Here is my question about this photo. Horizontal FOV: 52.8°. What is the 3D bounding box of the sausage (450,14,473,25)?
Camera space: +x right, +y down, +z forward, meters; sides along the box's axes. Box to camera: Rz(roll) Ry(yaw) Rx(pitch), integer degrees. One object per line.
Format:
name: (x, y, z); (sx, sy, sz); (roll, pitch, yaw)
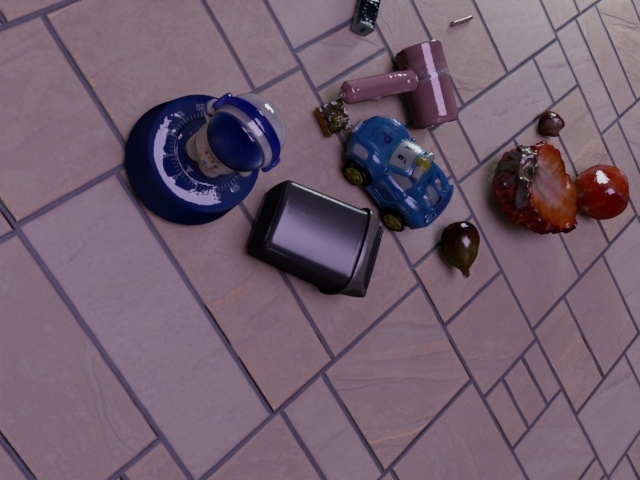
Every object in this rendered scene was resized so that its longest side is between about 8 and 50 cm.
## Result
sausage: (0.411, -0.638, 1.872); (0.100, 0.015, 0.015); (-27, 99, -30)

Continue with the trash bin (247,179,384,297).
trash bin: (0.000, 0.000, 1.464); (0.290, 0.182, 0.210); (24, 74, -22)

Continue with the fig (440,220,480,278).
fig: (0.382, 0.025, 1.737); (0.109, 0.103, 0.155); (-15, 84, -10)

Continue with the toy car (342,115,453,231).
toy car: (0.201, -0.176, 1.613); (0.314, 0.166, 0.198); (50, 60, -17)

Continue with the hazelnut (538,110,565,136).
hazelnut: (0.716, -0.361, 2.000); (0.086, 0.086, 0.086); (4, 83, -31)

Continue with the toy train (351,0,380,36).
toy train: (0.131, -0.648, 1.681); (0.052, 0.051, 0.234); (20, 72, -29)

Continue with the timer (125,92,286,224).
timer: (-0.196, -0.181, 1.237); (0.270, 0.383, 0.270); (4, 83, -31)

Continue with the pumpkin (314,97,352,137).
pumpkin: (0.033, -0.300, 1.584); (0.074, 0.054, 0.083); (-31, 105, -25)

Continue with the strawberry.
strawberry: (0.628, -0.132, 1.890); (0.336, 0.149, 0.265); (29, 64, -37)

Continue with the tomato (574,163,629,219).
tomato: (0.891, -0.159, 2.043); (0.187, 0.151, 0.187); (5, 79, -27)

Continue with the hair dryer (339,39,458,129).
hair dryer: (0.190, -0.376, 1.648); (0.352, 0.125, 0.210); (-18, 96, -30)
